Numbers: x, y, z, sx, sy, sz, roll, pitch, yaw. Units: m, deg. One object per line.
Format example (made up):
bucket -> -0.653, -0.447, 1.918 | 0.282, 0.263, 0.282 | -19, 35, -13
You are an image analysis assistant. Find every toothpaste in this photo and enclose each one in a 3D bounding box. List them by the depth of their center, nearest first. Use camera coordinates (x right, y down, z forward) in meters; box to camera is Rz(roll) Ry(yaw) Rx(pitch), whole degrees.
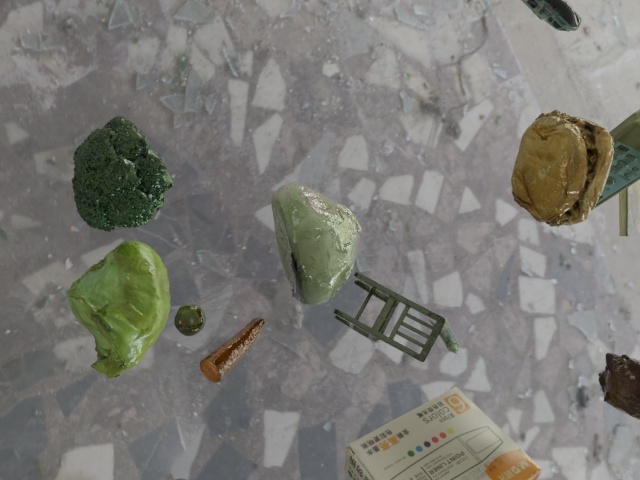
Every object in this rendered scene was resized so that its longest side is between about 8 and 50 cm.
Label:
toothpaste -> 0.329, 0.244, 1.448 | 0.048, 0.197, 0.029 | -7, 108, -1

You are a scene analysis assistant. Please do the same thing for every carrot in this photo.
carrot -> -0.184, 0.232, 1.242 | 0.061, 0.061, 0.209 | 60, 38, -9

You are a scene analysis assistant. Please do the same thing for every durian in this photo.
durian -> -0.519, 0.166, 1.465 | 0.256, 0.204, 0.340 | 48, 60, -19

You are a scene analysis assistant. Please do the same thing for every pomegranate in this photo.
pomegranate -> -0.291, 0.179, 1.242 | 0.073, 0.084, 0.073 | 0, 80, 1

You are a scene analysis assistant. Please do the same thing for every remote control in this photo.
remote control -> 0.476, -0.122, 0.909 | 0.098, 0.233, 0.038 | 26, 62, -5

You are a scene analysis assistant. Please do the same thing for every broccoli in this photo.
broccoli -> -0.521, -0.159, 1.460 | 0.275, 0.307, 0.308 | 19, 70, -70

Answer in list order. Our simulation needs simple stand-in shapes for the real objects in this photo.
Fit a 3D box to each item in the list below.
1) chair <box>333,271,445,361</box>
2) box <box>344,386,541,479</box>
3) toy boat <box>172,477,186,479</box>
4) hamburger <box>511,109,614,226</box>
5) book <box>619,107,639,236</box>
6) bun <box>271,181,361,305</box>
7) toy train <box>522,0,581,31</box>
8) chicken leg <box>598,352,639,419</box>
chair -> 0.183, 0.213, 1.501 | 0.270, 0.147, 0.136 | 27, 78, 11
box -> 0.209, 0.401, 0.967 | 0.273, 0.220, 0.091 | -19, 130, -29
toy boat -> -0.336, 0.552, 1.062 | 0.207, 0.134, 0.079 | -34, 132, -15
hamburger -> 0.320, -0.097, 0.746 | 0.082, 0.138, 0.147 | 4, 111, -16
book -> 0.680, -0.168, 1.158 | 0.322, 0.018, 0.229 | -31, 117, -41
bun -> 0.000, 0.000, 1.276 | 0.187, 0.293, 0.294 | -12, 90, -13
toy train -> 0.361, -0.430, 0.942 | 0.207, 0.047, 0.043 | 41, 63, -5
chicken leg -> 0.319, 0.104, 0.416 | 0.093, 0.304, 0.113 | -43, 88, -16
